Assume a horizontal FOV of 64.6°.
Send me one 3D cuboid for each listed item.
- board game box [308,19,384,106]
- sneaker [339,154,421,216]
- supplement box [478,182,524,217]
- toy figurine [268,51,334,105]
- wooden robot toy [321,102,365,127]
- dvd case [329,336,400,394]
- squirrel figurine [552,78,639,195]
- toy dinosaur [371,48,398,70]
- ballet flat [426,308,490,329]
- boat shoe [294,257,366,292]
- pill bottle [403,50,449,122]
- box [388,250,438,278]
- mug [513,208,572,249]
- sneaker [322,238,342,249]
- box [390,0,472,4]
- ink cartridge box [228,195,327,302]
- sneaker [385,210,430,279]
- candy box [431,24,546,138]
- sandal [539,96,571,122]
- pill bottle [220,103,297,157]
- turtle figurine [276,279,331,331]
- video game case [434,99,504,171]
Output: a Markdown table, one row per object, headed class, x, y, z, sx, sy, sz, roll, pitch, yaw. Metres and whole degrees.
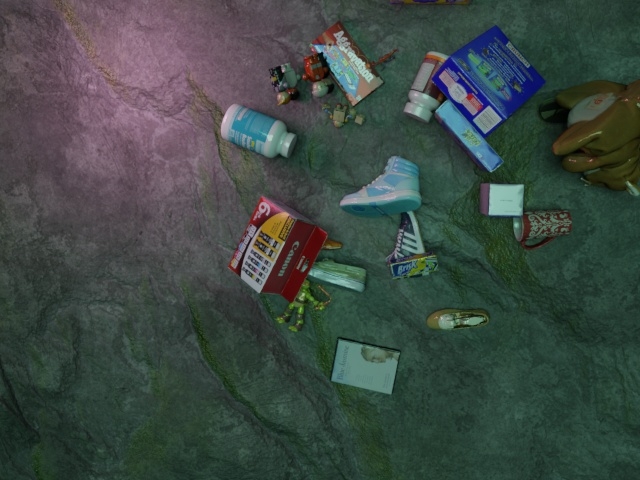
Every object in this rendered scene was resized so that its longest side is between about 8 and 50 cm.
| class | x | y | z | sx | sy | sz | roll | pitch | yaw |
| --- | --- | --- | --- | --- | --- | --- | --- | --- | --- |
| board game box | 0.097 | -0.651 | 1.869 | 0.145 | 0.027 | 0.281 | -36 | 90 | 10 |
| sneaker | 0.226 | -0.204 | 1.864 | 0.319 | 0.127 | 0.208 | -4 | 66 | 30 |
| supplement box | 0.618 | -0.141 | 1.744 | 0.111 | 0.220 | 0.114 | 2 | 95 | 8 |
| toy figurine | -0.065 | -0.572 | 1.815 | 0.209 | 0.213 | 0.148 | -13 | 110 | 14 |
| wooden robot toy | 0.080 | -0.456 | 1.887 | 0.173 | 0.076 | 0.079 | 16 | 134 | 7 |
| dvd case | 0.174 | 0.491 | 1.988 | 0.253 | 0.022 | 0.180 | 11 | 98 | 8 |
| squirrel figurine | 0.971 | -0.314 | 1.599 | 0.397 | 0.281 | 0.370 | -19 | 130 | 35 |
| toy dinosaur | 0.226 | -0.659 | 1.829 | 0.082 | 0.090 | 0.047 | -26 | 74 | -20 |
| ballet flat | 0.512 | 0.294 | 1.884 | 0.232 | 0.073 | 0.080 | -10 | 94 | 10 |
| boat shoe | 0.030 | 0.119 | 1.942 | 0.302 | 0.109 | 0.094 | 17 | 74 | 4 |
| pill bottle | 0.385 | -0.538 | 1.786 | 0.121 | 0.121 | 0.221 | 25 | 100 | 6 |
| box | 0.331 | 0.089 | 1.812 | 0.168 | 0.054 | 0.059 | -12 | 104 | 2 |
| mug | 0.784 | -0.050 | 1.801 | 0.169 | 0.150 | 0.113 | -5 | 59 | 6 |
| sneaker | 0.000 | 0.000 | 1.941 | 0.175 | 0.064 | 0.067 | 11 | 88 | 5 |
| box | 0.387 | -0.969 | 1.709 | 0.289 | 0.177 | 0.279 | 5 | 97 | 8 |
| ink cartridge box | -0.161 | 0.036 | 1.879 | 0.272 | 0.130 | 0.309 | 33 | 101 | 35 |
| sneaker | 0.301 | 0.011 | 1.874 | 0.153 | 0.099 | 0.282 | -15 | 97 | 9 |
| candy box | 0.561 | -0.528 | 1.672 | 0.317 | 0.122 | 0.268 | -39 | 87 | -32 |
| sandal | 0.909 | -0.466 | 1.723 | 0.302 | 0.086 | 0.120 | 6 | 134 | 20 |
| pill bottle | -0.225 | -0.399 | 1.888 | 0.264 | 0.146 | 0.146 | 23 | 99 | 7 |
| turtle figurine | -0.094 | 0.228 | 1.970 | 0.269 | 0.087 | 0.217 | 26 | 105 | 16 |
| video game case | 0.497 | -0.349 | 1.727 | 0.061 | 0.244 | 0.269 | -41 | 89 | 15 |
